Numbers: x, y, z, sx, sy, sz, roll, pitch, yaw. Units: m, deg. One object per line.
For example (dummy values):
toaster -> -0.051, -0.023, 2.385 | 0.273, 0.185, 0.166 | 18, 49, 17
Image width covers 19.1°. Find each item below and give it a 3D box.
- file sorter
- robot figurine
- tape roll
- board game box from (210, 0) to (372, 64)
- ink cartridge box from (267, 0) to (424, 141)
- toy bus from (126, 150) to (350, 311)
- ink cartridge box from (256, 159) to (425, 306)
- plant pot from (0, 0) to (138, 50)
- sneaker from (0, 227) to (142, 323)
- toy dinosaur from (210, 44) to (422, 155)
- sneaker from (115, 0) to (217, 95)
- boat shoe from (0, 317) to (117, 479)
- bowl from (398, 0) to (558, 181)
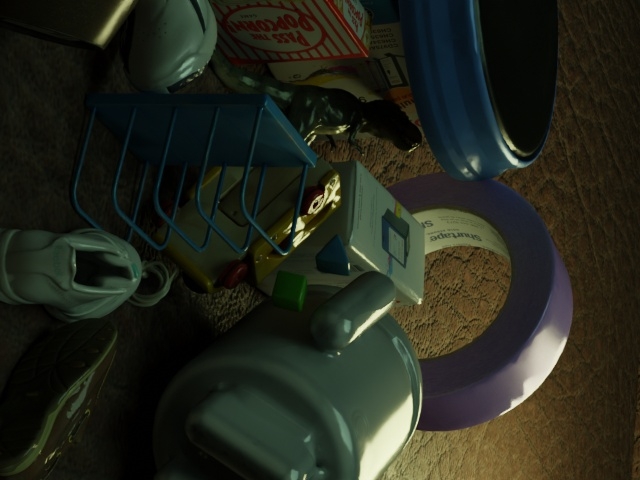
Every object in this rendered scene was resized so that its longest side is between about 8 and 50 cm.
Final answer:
file sorter -> -0.110, -0.053, 1.617 | 0.118, 0.170, 0.105 | 50, 47, -57
robot figurine -> -0.025, 0.162, 1.771 | 0.300, 0.199, 0.353 | -57, 172, 27
tape roll -> 0.130, 0.064, 2.062 | 0.090, 0.274, 0.275 | 55, 40, -53
board game box -> -0.051, -0.231, 1.801 | 0.193, 0.146, 0.045 | 45, 47, -59
ink cartridge box -> 0.040, -0.240, 1.995 | 0.233, 0.171, 0.168 | 61, 35, -48
toy bus -> -0.073, -0.009, 1.737 | 0.104, 0.202, 0.191 | 84, 5, -64
ink cartridge box -> 0.000, 0.000, 1.903 | 0.212, 0.154, 0.093 | 42, 49, -60
plant pot -> -0.184, -0.267, 1.432 | 0.215, 0.215, 0.230 | 16, 88, -67
sneaker -> -0.181, 0.027, 1.533 | 0.212, 0.094, 0.080 | 4, 84, -68
toy dinosaur -> -0.026, -0.113, 1.925 | 0.268, 0.064, 0.118 | 15, 104, -35
sneaker -> -0.150, -0.250, 1.625 | 0.153, 0.094, 0.235 | 56, 38, -51
boat shoe -> -0.212, 0.132, 1.499 | 0.178, 0.064, 0.060 | -59, 147, -43
bowl -> 0.176, -0.258, 2.004 | 0.391, 0.077, 0.391 | -2, 90, -70
